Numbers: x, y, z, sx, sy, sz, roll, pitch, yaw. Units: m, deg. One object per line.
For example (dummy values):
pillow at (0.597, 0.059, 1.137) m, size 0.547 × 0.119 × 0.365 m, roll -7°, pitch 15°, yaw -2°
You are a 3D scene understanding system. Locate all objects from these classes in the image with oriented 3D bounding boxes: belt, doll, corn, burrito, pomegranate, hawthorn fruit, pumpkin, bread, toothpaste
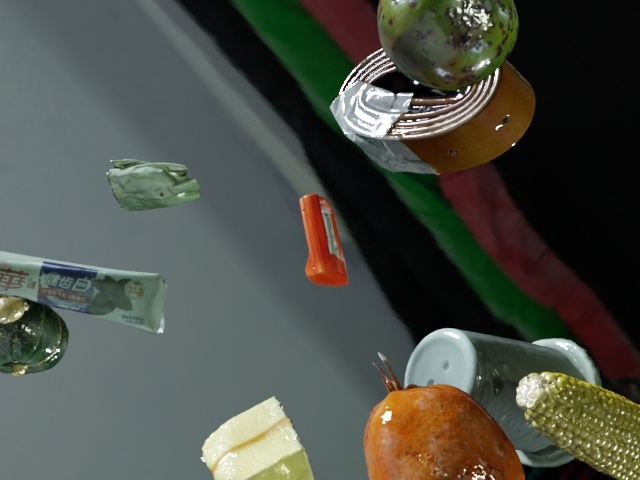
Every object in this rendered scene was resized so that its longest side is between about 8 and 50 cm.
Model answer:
belt at (0.179, -0.219, 1.887) m, size 0.339 × 0.217 × 0.122 m, roll 2°, pitch -24°, yaw 42°
doll at (-0.509, 0.118, 1.891) m, size 0.051 × 0.061 × 0.093 m, roll 50°, pitch -21°, yaw 9°
corn at (0.461, 0.307, 1.856) m, size 0.347 × 0.130 × 0.130 m, roll 28°, pitch -12°, yaw -19°
burrito at (-0.215, -0.073, 1.520) m, size 0.118 × 0.044 × 0.074 m, roll -2°, pitch -51°, yaw 9°
pomegranate at (0.185, -0.309, 1.512) m, size 0.202 × 0.248 × 0.202 m, roll 37°, pitch 23°, yaw -19°
hawthorn fruit at (0.151, 0.286, 1.622) m, size 0.211 × 0.211 × 0.299 m, roll 105°, pitch -40°, yaw -72°
pumpkin at (-0.580, 0.185, 2.225) m, size 0.190 × 0.146 × 0.190 m, roll 6°, pitch -39°, yaw 5°
bread at (-0.101, 0.492, 2.301) m, size 0.236 × 0.198 × 0.263 m, roll 67°, pitch -7°, yaw -23°
toothpaste at (-0.262, 0.041, 1.124) m, size 0.233 × 0.060 × 0.038 m, roll 11°, pitch 15°, yaw 4°

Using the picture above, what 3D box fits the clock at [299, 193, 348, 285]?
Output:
clock at (0.000, 0.000, 2.107) m, size 0.113 × 0.061 × 0.155 m, roll 43°, pitch 35°, yaw -67°

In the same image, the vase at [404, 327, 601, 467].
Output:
vase at (0.309, 0.262, 2.009) m, size 0.291 × 0.245 × 0.245 m, roll 16°, pitch 2°, yaw -38°
